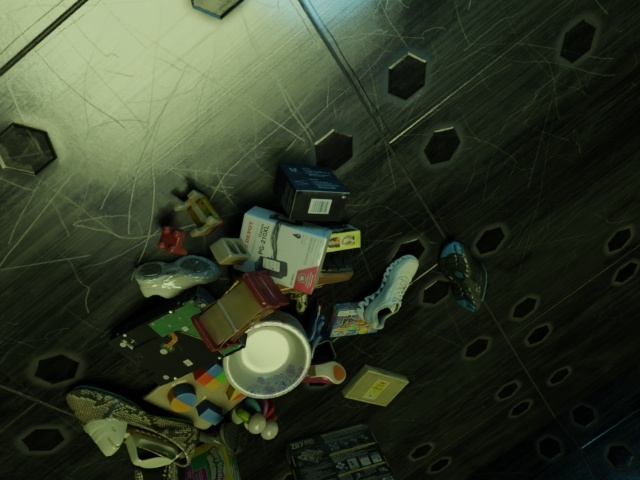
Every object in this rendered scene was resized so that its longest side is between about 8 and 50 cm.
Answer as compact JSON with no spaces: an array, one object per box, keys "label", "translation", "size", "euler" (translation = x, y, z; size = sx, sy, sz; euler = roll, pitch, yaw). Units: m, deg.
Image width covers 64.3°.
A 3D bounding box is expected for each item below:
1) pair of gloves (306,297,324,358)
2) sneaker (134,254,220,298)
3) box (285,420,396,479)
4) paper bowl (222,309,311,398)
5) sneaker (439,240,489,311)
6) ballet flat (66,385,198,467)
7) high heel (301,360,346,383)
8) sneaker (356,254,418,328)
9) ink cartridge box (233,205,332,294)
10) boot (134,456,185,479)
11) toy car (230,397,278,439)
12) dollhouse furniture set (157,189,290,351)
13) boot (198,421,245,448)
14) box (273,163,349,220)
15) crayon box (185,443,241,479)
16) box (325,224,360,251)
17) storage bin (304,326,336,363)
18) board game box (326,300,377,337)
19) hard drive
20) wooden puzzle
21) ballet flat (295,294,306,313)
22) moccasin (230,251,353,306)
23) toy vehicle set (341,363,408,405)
[{"label":"pair of gloves","translation":[-0.020,0.295,1.705],"size":[0.023,0.198,0.160],"euler":[12,110,-9]},{"label":"sneaker","translation":[-0.405,0.112,1.458],"size":[0.231,0.090,0.115],"euler":[-3,133,-12]},{"label":"box","translation":[0.081,0.968,2.171],"size":[0.394,0.318,0.097],"euler":[-8,129,-21]},{"label":"paper bowl","translation":[-0.180,0.358,1.668],"size":[0.283,0.148,0.285],"euler":[-4,110,-11]},{"label":"sneaker","translation":[0.540,0.109,1.888],"size":[0.140,0.125,0.341],"euler":[-47,133,-22]},{"label":"ballet flat","translation":[-0.601,0.628,1.650],"size":[0.164,0.182,0.482],"euler":[-35,128,24]},{"label":"high heel","translation":[-0.016,0.480,1.824],"size":[0.117,0.082,0.244],"euler":[-18,160,37]},{"label":"sneaker","translation":[0.253,0.183,1.768],"size":[0.110,0.118,0.292],"euler":[34,94,-31]},{"label":"ink cartridge box","translation":[-0.107,0.024,1.415],"size":[0.237,0.100,0.172],"euler":[17,108,6]},{"label":"boot","translation":[-0.595,0.806,1.876],"size":[0.178,0.085,0.237],"euler":[0,92,11]},{"label":"toy car","translation":[-0.236,0.653,1.918],"size":[0.182,0.159,0.136],"euler":[45,64,-41]},{"label":"dollhouse furniture set","translation":[-0.276,0.079,1.346],"size":[0.201,0.374,0.152],"euler":[-37,168,12]},{"label":"boot","translation":[-0.378,0.723,1.865],"size":[0.161,0.084,0.247],"euler":[0,149,6]},{"label":"box","translation":[-0.028,-0.132,1.386],"size":[0.155,0.158,0.093],"euler":[1,124,-25]},{"label":"crayon box","translation":[-0.448,0.966,1.892],"size":[0.312,0.363,0.106],"euler":[-26,133,-4]},{"label":"box","translation":[0.000,0.000,1.543],"size":[0.232,0.087,0.058],"euler":[-9,108,-20]},{"label":"storage bin","translation":[-0.048,0.399,1.833],"size":[0.180,0.084,0.122],"euler":[-25,131,-7]},{"label":"board game box","translation":[0.132,0.286,1.863],"size":[0.201,0.035,0.136],"euler":[-1,125,-25]},{"label":"hard drive","translation":[-0.419,0.289,1.509],"size":[0.338,0.064,0.237],"euler":[-27,121,19]},{"label":"wooden puzzle","translation":[-0.384,0.530,1.779],"size":[0.347,0.081,0.322],"euler":[-36,132,5]},{"label":"ballet flat","translation":[-0.062,0.202,1.706],"size":[0.041,0.041,0.115],"euler":[-8,128,-19]},{"label":"moccasin","translation":[-0.084,0.119,1.566],"size":[0.379,0.139,0.147],"euler":[-11,130,-17]},{"label":"toy vehicle set","translation":[0.236,0.621,2.166],"size":[0.266,0.035,0.166],"euler":[26,111,-37]}]
